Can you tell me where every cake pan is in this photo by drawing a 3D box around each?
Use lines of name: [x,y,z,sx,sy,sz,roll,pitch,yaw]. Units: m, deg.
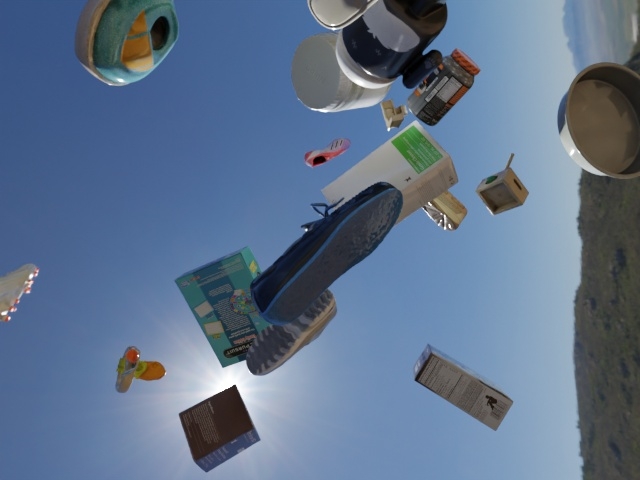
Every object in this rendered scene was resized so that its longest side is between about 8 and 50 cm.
cake pan: [0.712,-0.290,0.996,0.293,0.054,0.293,1,-97,-13]

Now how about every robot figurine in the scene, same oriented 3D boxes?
robot figurine: [0.147,-0.444,0.832,0.174,0.278,0.209,3,-108,-25]

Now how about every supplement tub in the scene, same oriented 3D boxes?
supplement tub: [0.342,-0.426,1.123,0.117,0.190,0.117,26,-142,-22]

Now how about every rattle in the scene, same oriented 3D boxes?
rattle: [-0.479,0.352,1.099,0.143,0.200,0.130,32,-139,-19]

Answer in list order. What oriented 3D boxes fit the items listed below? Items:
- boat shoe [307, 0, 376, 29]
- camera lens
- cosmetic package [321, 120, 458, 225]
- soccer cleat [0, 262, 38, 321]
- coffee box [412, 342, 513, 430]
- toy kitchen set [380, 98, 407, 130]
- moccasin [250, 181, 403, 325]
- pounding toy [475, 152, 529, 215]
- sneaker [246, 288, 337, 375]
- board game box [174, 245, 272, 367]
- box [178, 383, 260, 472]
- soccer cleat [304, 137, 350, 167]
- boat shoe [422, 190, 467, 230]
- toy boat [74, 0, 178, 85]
boat shoe: [0.112,-0.407,0.564,0.112,0.335,0.095,39,-112,-37]
camera lens: [0.076,-0.514,1.227,0.274,0.219,0.219,-25,-76,-42]
cosmetic package: [0.213,-0.168,1.257,0.155,0.366,0.197,43,-166,-54]
soccer cleat: [-0.663,0.097,0.847,0.076,0.196,0.068,25,-74,-25]
coffee box: [0.480,0.497,1.394,0.118,0.297,0.168,-61,-12,3]
toy kitchen set: [0.219,-0.370,1.137,0.075,0.068,0.083,101,154,-86]
moccasin: [0.000,0.000,0.743,0.342,0.117,0.137,-39,-45,-11]
pounding toy: [0.598,-0.182,1.315,0.141,0.130,0.100,49,-124,-10]
sneaker: [-0.059,0.248,1.019,0.281,0.105,0.115,-39,-41,-6]
board game box: [-0.275,0.219,1.298,0.336,0.254,0.079,65,-164,-10]
box: [-0.334,0.626,1.344,0.203,0.167,0.168,-24,-37,-18]
soccer cleat: [0.042,-0.412,1.907,0.248,0.095,0.083,-23,-44,-13]
boat shoe: [0.413,-0.187,1.520,0.341,0.122,0.110,45,-106,-10]
toy boat: [-0.364,-0.452,0.770,0.318,0.148,0.267,108,-175,-59]
